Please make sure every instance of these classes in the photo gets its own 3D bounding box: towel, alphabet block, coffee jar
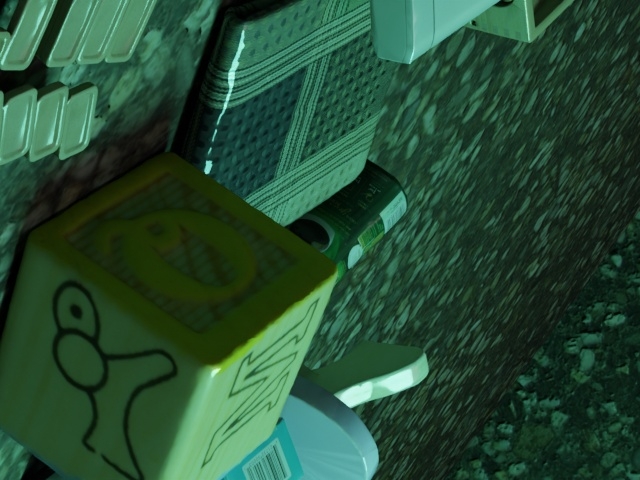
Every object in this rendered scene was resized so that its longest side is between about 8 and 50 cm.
[{"bbox_3d":[-0.028,-0.124,1.632,0.324,0.056,0.312,-34,150,-47],"label":"towel"},{"bbox_3d":[-0.131,0.080,1.463,0.193,0.192,0.197,-39,158,-50],"label":"alphabet block"},{"bbox_3d":[0.000,0.000,1.844,0.184,0.096,0.079,-49,160,-21],"label":"coffee jar"}]

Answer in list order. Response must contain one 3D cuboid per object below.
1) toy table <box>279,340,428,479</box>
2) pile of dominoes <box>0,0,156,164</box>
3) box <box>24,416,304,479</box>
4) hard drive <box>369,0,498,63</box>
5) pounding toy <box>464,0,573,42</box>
[{"bbox_3d":[-0.047,0.142,1.721,0.161,0.274,0.252,-51,149,-44],"label":"toy table"},{"bbox_3d":[-0.204,-0.135,1.147,0.251,0.040,0.196,-11,134,-56],"label":"pile of dominoes"},{"bbox_3d":[-0.144,0.215,1.631,0.100,0.244,0.060,-36,111,-50],"label":"box"},{"bbox_3d":[0.154,-0.329,1.594,0.353,0.047,0.233,-38,134,-44],"label":"hard drive"},{"bbox_3d":[0.176,-0.306,1.782,0.181,0.094,0.206,-44,138,-34],"label":"pounding toy"}]
